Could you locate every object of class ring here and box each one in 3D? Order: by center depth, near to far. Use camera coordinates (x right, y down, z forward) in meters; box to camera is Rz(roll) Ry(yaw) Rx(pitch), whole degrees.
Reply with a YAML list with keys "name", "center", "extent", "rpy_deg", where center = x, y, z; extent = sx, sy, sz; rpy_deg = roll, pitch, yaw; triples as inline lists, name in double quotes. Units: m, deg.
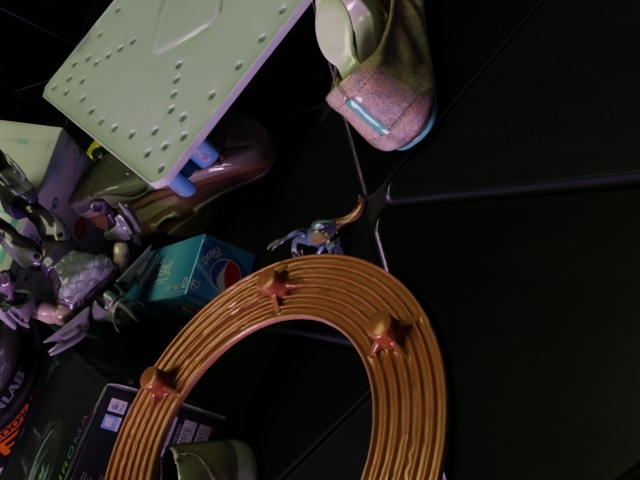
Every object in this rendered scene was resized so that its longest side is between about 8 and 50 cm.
- name: "ring"
  center: [-0.056, 0.152, 0.609]
  extent: [0.336, 0.032, 0.336]
  rpy_deg: [-24, 45, 27]

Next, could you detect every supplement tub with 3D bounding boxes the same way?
- name: "supplement tub"
  center: [-0.427, 0.169, 1.009]
  extent: [0.338, 0.207, 0.207]
  rpy_deg: [70, -153, -61]

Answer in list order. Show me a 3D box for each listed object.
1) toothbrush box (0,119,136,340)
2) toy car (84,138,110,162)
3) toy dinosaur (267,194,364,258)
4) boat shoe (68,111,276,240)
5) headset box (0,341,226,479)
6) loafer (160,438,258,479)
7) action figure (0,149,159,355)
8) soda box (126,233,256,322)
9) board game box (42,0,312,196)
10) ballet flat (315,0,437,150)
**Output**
- name: "toothbrush box"
  center: [-0.385, -0.005, 1.156]
  extent: [0.295, 0.126, 0.216]
  rpy_deg: [64, -143, -65]
- name: "toy car"
  center: [-0.422, -0.062, 1.402]
  extent: [0.239, 0.053, 0.225]
  rpy_deg: [-25, 47, 50]
- name: "toy dinosaur"
  center: [0.000, 0.000, 0.753]
  extent: [0.090, 0.047, 0.082]
  rpy_deg: [-35, 14, -12]
- name: "boat shoe"
  center: [-0.174, -0.070, 1.024]
  extent: [0.324, 0.116, 0.123]
  rpy_deg: [-9, 43, 38]
- name: "headset box"
  center: [-0.246, 0.253, 0.871]
  extent: [0.283, 0.131, 0.246]
  rpy_deg: [8, 75, 63]
- name: "loafer"
  center: [-0.126, 0.284, 0.674]
  extent: [0.094, 0.087, 0.251]
  rpy_deg: [-26, 47, 52]
- name: "action figure"
  center: [-0.310, 0.008, 0.919]
  extent: [0.185, 0.285, 0.099]
  rpy_deg: [-41, -19, -35]
- name: "soda box"
  center: [-0.156, 0.048, 0.941]
  extent: [0.210, 0.067, 0.071]
  rpy_deg: [-13, 57, 57]
- name: "board game box"
  center: [-0.147, -0.271, 1.004]
  extent: [0.390, 0.050, 0.390]
  rpy_deg: [-53, 43, -3]
- name: "ballet flat"
  center: [0.043, -0.218, 0.750]
  extent: [0.107, 0.106, 0.316]
  rpy_deg: [-45, 34, 35]
